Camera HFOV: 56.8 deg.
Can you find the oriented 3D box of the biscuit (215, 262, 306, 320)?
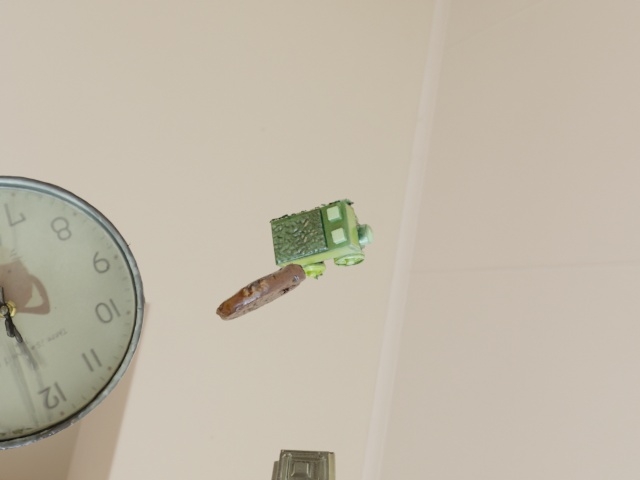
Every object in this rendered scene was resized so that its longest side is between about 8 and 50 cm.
[{"bbox_3d":[-0.114,0.099,1.146,0.192,0.192,0.049,-40,-106,45],"label":"biscuit"}]

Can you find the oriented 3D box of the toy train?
[{"bbox_3d":[0.000,0.000,1.579,0.272,0.188,0.159,-15,-109,19],"label":"toy train"}]

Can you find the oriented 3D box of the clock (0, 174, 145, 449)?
[{"bbox_3d":[-0.372,0.081,0.698,0.067,0.325,0.325,165,-62,-67],"label":"clock"}]

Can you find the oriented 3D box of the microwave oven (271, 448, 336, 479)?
[{"bbox_3d":[-0.049,0.692,1.621,0.240,0.194,0.145,-87,-177,-79],"label":"microwave oven"}]
